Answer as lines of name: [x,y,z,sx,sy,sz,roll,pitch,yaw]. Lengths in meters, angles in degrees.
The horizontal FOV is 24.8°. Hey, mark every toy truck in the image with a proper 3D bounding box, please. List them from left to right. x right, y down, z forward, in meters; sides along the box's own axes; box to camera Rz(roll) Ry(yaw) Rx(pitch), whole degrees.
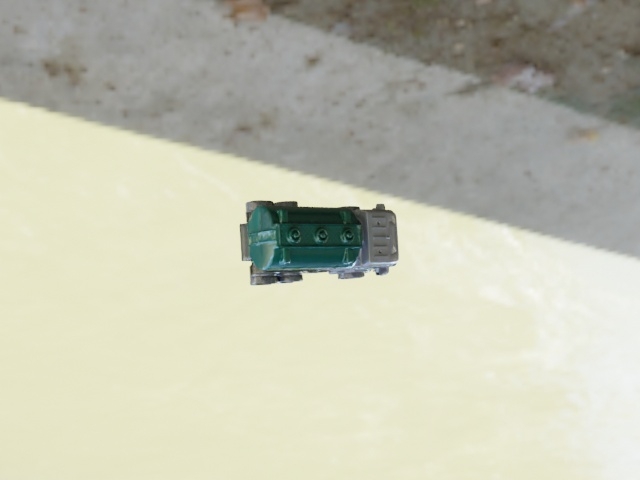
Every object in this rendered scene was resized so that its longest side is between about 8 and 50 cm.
toy truck: [0.000,0.000,0.683,0.083,0.039,0.044,0,175,-38]
